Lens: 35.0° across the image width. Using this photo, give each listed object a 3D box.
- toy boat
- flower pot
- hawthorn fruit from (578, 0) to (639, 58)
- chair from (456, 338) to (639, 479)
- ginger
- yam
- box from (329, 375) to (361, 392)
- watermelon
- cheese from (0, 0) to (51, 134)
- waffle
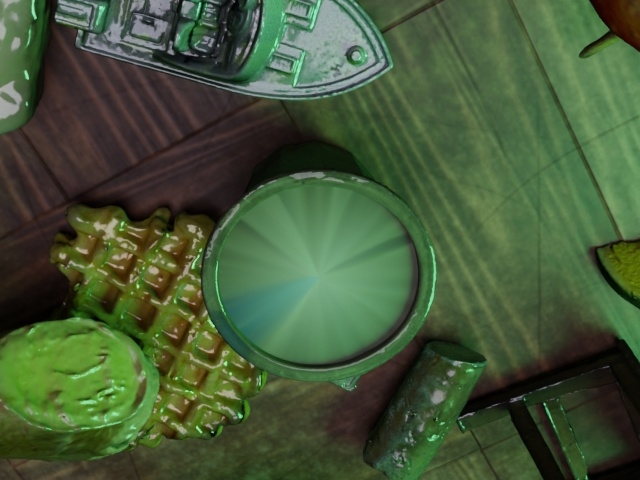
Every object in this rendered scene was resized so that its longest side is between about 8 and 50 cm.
[{"bbox_3d":[-0.083,-0.212,0.960,0.319,0.092,0.141,15,114,-8],"label":"toy boat"},{"bbox_3d":[0.000,0.000,0.992,0.212,0.202,0.212,0,112,1],"label":"flower pot"},{"bbox_3d":[0.337,-0.262,0.863,0.287,0.287,0.330,31,133,-13],"label":"hawthorn fruit"},{"bbox_3d":[0.388,0.232,1.089,0.416,0.240,0.203,-25,112,5],"label":"chair"},{"bbox_3d":[-0.304,0.166,1.027,0.275,0.130,0.221,19,140,-38],"label":"ginger"},{"bbox_3d":[0.116,0.191,1.145,0.078,0.078,0.179,22,111,-10],"label":"yam"},{"bbox_3d":[0.013,0.120,1.120,0.084,0.063,0.060,29,111,-11],"label":"box"},{"bbox_3d":[0.393,0.042,1.085,0.181,0.075,0.092,-8,109,4],"label":"watermelon"},{"bbox_3d":[-0.378,-0.240,0.934,0.318,0.115,0.326,-37,110,14],"label":"cheese"},{"bbox_3d":[-0.197,0.102,1.112,0.281,0.058,0.301,3,111,-3],"label":"waffle"}]
